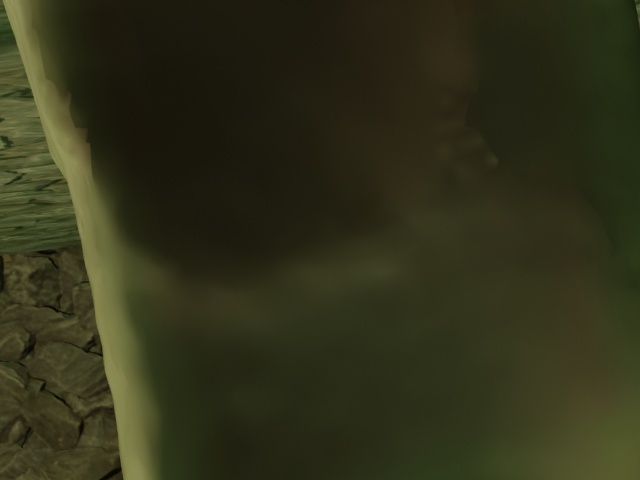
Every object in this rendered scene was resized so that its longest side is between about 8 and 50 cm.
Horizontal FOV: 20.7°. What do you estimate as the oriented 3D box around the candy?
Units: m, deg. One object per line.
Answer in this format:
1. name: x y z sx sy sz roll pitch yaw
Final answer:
1. candy: 0.001 -0.003 0.535 0.145 0.208 0.358 -14 177 -2
